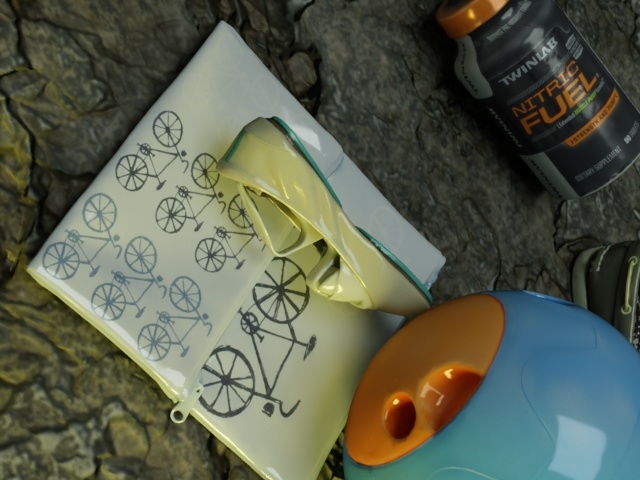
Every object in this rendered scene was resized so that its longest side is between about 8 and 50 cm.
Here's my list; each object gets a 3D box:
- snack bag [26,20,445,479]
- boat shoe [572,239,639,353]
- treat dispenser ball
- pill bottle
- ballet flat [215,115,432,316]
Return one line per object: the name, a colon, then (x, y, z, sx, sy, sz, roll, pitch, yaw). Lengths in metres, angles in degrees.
snack bag: (-0.053, 0.022, 1.154, 0.342, 0.037, 0.323, 47, 55, -20)
boat shoe: (0.348, 0.151, 1.397, 0.109, 0.091, 0.305, -2, 80, -38)
treat dispenser ball: (0.162, 0.186, 1.119, 0.288, 0.288, 0.288, 10, 73, -36)
pill bottle: (0.227, -0.170, 1.356, 0.246, 0.130, 0.130, 48, 55, -18)
ballet flat: (0.000, 0.000, 1.140, 0.248, 0.086, 0.086, 49, 55, -20)
